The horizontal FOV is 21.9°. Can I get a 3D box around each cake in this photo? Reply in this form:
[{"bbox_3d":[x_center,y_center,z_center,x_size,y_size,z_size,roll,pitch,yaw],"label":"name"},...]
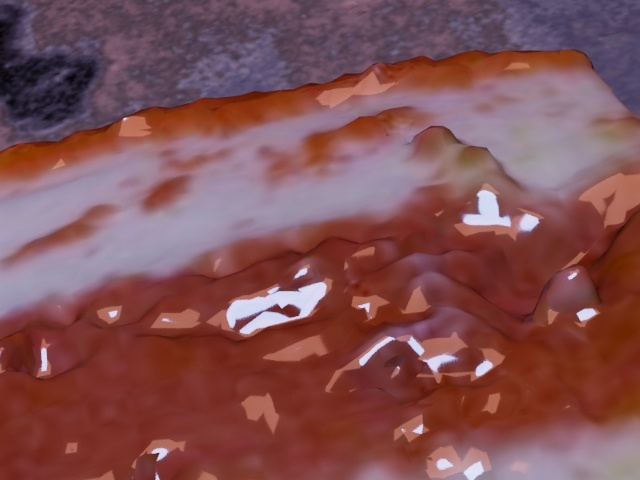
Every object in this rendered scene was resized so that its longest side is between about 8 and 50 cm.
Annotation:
[{"bbox_3d":[0.014,0.128,0.463,0.270,0.269,0.319,-16,43,0],"label":"cake"}]
